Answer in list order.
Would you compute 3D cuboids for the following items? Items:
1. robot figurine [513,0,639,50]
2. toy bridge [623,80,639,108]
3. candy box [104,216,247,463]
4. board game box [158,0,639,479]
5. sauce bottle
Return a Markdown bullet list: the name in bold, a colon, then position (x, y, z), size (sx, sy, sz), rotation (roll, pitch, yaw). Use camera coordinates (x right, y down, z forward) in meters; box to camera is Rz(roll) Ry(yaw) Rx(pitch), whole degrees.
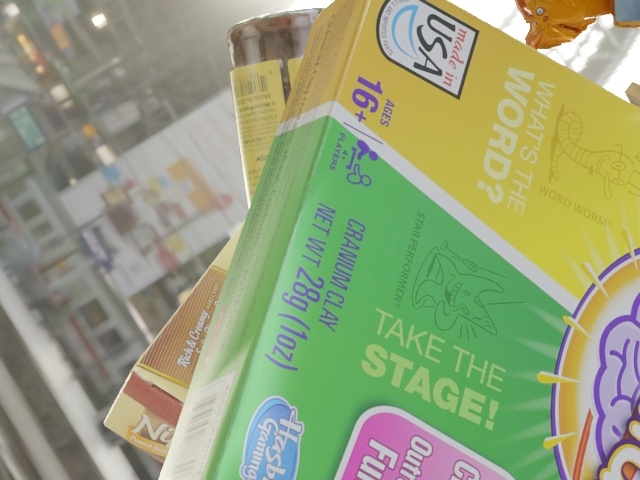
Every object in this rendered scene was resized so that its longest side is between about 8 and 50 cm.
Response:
- **robot figurine**: position (0.249, -0.200, 0.841), size (0.211, 0.290, 0.085), rotation (-100, 180, -54)
- **toy bridge**: position (0.379, -0.203, 1.404), size (0.026, 0.188, 0.063), rotation (29, -11, 43)
- **candy box**: position (-0.037, 0.093, 1.255), size (0.183, 0.316, 0.088), rotation (32, -48, 1)
- **board game box**: position (0.112, 0.063, 0.578), size (0.316, 0.242, 0.064), rotation (25, -25, -18)
- **sauce bottle**: position (0.000, 0.000, 1.059), size (0.111, 0.111, 0.345), rotation (-174, -103, -77)
